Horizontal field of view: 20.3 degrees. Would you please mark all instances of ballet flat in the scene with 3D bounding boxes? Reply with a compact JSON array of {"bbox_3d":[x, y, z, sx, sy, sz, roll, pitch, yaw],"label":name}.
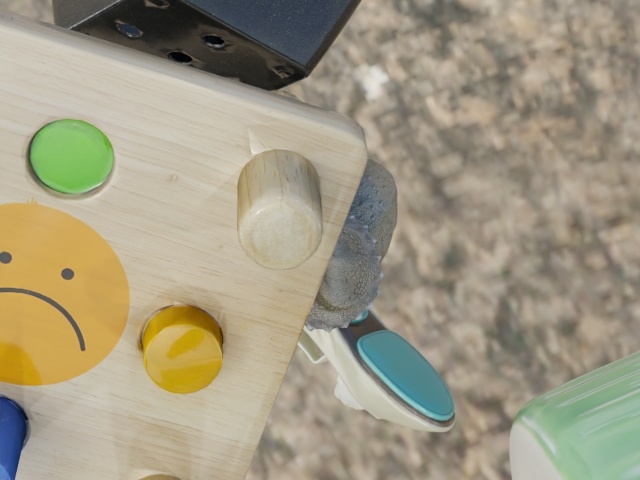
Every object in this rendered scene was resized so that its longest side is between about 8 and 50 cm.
[{"bbox_3d":[0.029,0.100,1.641,0.086,0.086,0.248,-36,63,-5],"label":"ballet flat"}]

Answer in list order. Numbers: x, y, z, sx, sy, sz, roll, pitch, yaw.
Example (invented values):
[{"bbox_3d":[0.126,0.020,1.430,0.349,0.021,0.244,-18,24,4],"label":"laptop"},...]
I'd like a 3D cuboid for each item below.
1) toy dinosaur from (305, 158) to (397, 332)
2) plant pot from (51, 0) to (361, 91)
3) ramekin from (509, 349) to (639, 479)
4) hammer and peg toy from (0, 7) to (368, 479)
[{"bbox_3d":[0.000,0.000,1.340,0.160,0.121,0.313,-19,14,26],"label":"toy dinosaur"},{"bbox_3d":[-0.072,-0.189,1.165,0.188,0.187,0.167,-15,54,52],"label":"plant pot"},{"bbox_3d":[0.203,0.184,0.855,0.148,0.303,0.303,-19,56,-4],"label":"ramekin"},{"bbox_3d":[-0.188,0.013,0.821,0.361,0.266,0.127,15,25,-10],"label":"hammer and peg toy"}]
